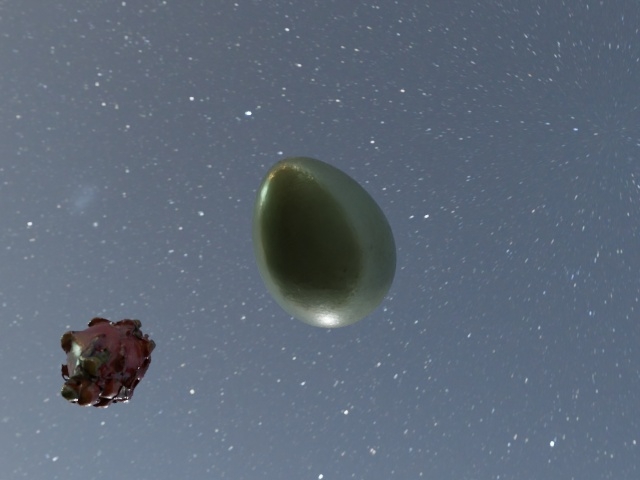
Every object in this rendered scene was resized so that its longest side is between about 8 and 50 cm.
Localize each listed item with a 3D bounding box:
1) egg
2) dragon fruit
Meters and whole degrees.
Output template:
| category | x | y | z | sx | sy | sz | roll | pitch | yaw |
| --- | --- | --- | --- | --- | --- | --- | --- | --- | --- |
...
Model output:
| category | x | y | z | sx | sy | sz | roll | pitch | yaw |
| --- | --- | --- | --- | --- | --- | --- | --- | --- | --- |
| egg | 0.000 | 0.000 | 0.967 | 0.218 | 0.218 | 0.296 | -10 | -58 | 26 |
| dragon fruit | -0.347 | 0.199 | 0.978 | 0.133 | 0.208 | 0.150 | -33 | -81 | 12 |
